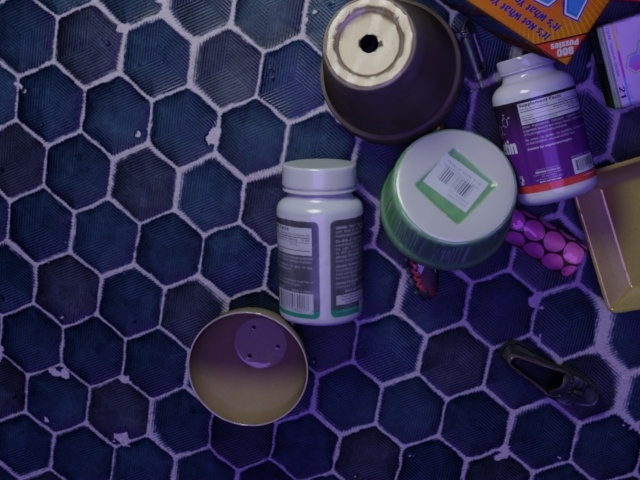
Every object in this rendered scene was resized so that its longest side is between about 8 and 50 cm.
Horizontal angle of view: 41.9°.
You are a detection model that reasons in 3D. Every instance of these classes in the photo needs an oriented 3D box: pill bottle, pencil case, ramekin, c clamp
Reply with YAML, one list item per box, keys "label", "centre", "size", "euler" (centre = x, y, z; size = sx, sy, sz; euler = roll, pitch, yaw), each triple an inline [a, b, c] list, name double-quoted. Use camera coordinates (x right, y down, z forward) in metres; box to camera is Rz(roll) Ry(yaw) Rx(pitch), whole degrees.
- label: "pill bottle"
  centre: [0.486, -0.249, 1.843]
  size: [0.181, 0.181, 0.323]
  euler: [-15, 97, 9]
- label: "pencil case"
  centre: [0.512, 0.006, 1.956]
  size: [0.209, 0.095, 0.098]
  euler: [32, 141, 0]
- label: "ramekin"
  centre: [0.286, -0.097, 1.845]
  size: [0.303, 0.148, 0.303]
  euler: [0, 72, 0]
- label: "c clamp"
  centre: [0.341, -0.412, 1.853]
  size: [0.022, 0.137, 0.161]
  euler: [-14, 96, 33]
- label: "pill bottle"
  centre: [0.000, 0.000, 1.942]
  size: [0.204, 0.204, 0.361]
  euler: [1, 103, 5]

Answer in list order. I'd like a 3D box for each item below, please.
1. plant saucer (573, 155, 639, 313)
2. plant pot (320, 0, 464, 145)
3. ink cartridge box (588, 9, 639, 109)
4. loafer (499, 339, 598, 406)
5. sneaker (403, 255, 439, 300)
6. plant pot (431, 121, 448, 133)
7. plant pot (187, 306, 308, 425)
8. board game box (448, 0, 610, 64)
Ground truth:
- label: "plant saucer"
  centre: [0.755, -0.028, 1.844]
  size: [0.333, 0.081, 0.333]
  euler: [-17, 89, 45]
- label: "plant pot"
  centre: [0.128, -0.379, 1.763]
  size: [0.323, 0.280, 0.323]
  euler: [-1, 88, 16]
- label: "ink cartridge box"
  centre: [0.739, -0.416, 1.828]
  size: [0.255, 0.097, 0.189]
  euler: [-16, 101, 10]
- label: "loafer"
  centre: [0.554, 0.338, 2.027]
  size: [0.267, 0.084, 0.096]
  euler: [29, 104, -1]
- label: "sneaker"
  centre: [0.259, 0.007, 1.972]
  size: [0.135, 0.097, 0.276]
  euler: [-9, 101, 10]
- label: "plant pot"
  centre: [0.247, -0.264, 1.919]
  size: [0.081, 0.083, 0.081]
  euler: [-20, 100, 9]
- label: "plant pot"
  centre: [-0.160, 0.278, 2.030]
  size: [0.284, 0.191, 0.284]
  euler: [1, 104, 6]
- label: "board game box"
  centre: [0.386, -0.612, 1.646]
  size: [0.356, 0.356, 0.356]
  euler: [28, 104, -16]
